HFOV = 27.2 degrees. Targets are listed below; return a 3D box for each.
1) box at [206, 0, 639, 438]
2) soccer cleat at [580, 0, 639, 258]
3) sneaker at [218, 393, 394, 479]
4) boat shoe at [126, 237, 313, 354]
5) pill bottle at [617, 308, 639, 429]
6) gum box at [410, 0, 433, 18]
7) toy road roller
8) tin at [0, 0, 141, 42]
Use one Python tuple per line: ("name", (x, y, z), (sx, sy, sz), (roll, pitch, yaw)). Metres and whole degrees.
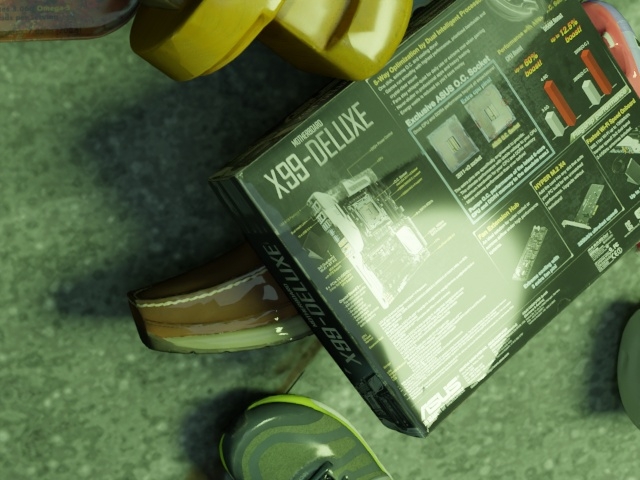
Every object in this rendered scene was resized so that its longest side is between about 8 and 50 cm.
("box", (0.106, -0.042, 1.004), (0.307, 0.076, 0.242), (-40, 104, -16))
("soccer cleat", (0.277, -0.097, 1.138), (0.095, 0.083, 0.248), (-37, 108, -37))
("sneaker", (0.036, 0.244, 1.135), (0.300, 0.121, 0.111), (42, 91, -21))
("boat shoe", (0.000, 0.000, 1.068), (0.324, 0.122, 0.120), (-16, 104, -19))
("pill bottle", (0.387, 0.117, 1.197), (0.208, 0.119, 0.119), (1, 105, -16))
("gum box", (0.099, -0.184, 1.075), (0.157, 0.041, 0.184), (-21, 109, -9))
("toy road roller", (-0.023, -0.256, 0.920), (0.240, 0.202, 0.330), (35, 86, -25))
("tin", (-0.223, -0.203, 0.986), (0.189, 0.040, 0.106), (-4, 110, -14))
